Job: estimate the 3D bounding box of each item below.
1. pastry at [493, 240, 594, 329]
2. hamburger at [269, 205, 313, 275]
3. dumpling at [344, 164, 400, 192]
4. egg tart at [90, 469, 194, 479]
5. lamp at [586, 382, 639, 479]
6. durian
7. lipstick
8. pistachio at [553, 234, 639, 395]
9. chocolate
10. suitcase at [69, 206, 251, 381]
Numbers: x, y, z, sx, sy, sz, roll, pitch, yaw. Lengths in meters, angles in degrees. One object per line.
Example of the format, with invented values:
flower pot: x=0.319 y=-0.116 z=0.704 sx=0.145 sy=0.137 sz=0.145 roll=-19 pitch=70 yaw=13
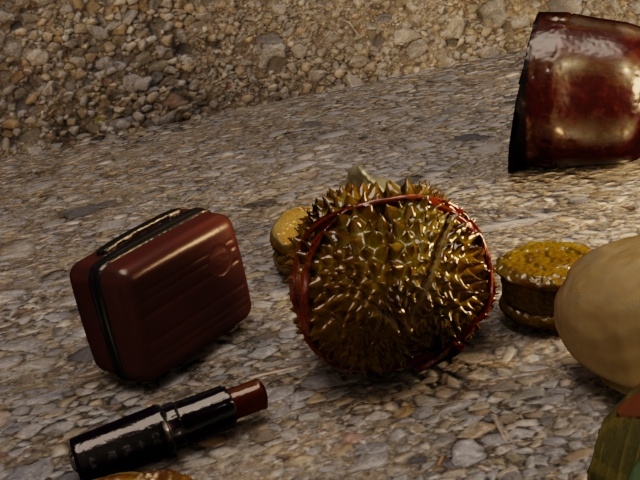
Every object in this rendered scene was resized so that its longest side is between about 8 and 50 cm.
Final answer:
pastry: x=0.381 y=0.073 z=1.678 sx=0.188 sy=0.103 sz=0.189 roll=-5 pitch=21 yaw=2
hamburger: x=0.000 y=-0.001 z=2.040 sx=0.214 sy=0.108 sz=0.214 roll=-10 pitch=22 yaw=4
dumpling: x=0.118 y=-0.083 z=2.121 sx=0.126 sy=0.166 sz=0.216 roll=-35 pitch=22 yaw=11
egg tart: x=-0.224 y=0.383 z=1.193 sx=0.290 sy=0.115 sz=0.290 roll=-8 pitch=23 yaw=3
lamp: x=0.412 y=0.260 z=1.032 sx=0.284 sy=0.250 sz=0.250 roll=15 pitch=31 yaw=23
durian: x=0.111 y=0.052 z=1.611 sx=0.347 sy=0.347 sz=0.384 roll=-10 pitch=-10 yaw=1
lipstick: x=-0.219 y=0.274 z=1.503 sx=0.299 sy=0.081 sz=0.081 roll=-19 pitch=23 yaw=-18
pistachio: x=0.472 y=0.104 z=1.421 sx=0.238 sy=0.229 sz=0.321 roll=-54 pitch=26 yaw=-12
chocolate: x=0.613 y=-0.319 z=2.286 sx=0.331 sy=0.384 sz=0.383 roll=11 pitch=27 yaw=12
suitcase: x=-0.272 y=0.087 z=1.777 sx=0.161 sy=0.236 sz=0.297 roll=7 pitch=27 yaw=39
